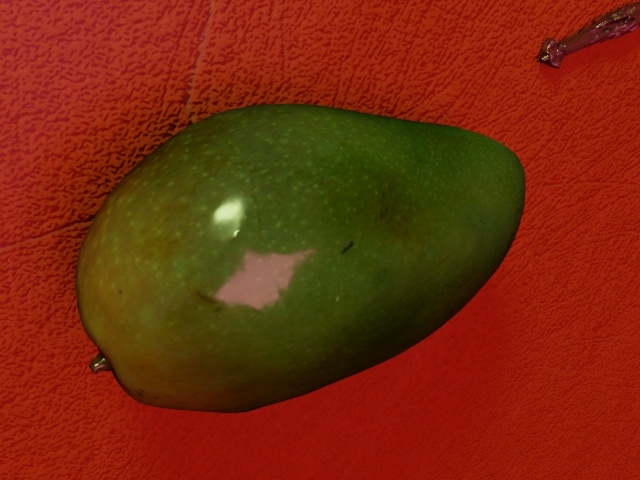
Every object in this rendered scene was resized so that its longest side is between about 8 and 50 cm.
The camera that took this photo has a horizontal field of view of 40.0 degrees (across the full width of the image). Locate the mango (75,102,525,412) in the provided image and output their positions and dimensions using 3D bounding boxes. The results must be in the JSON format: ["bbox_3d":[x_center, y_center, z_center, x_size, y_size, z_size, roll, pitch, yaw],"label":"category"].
[{"bbox_3d":[0.000,0.000,0.677,0.382,0.201,0.225,-17,108,-24],"label":"mango"}]

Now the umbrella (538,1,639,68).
[{"bbox_3d":[0.279,-0.205,0.843,0.165,0.025,0.027,-27,139,-13],"label":"umbrella"}]
